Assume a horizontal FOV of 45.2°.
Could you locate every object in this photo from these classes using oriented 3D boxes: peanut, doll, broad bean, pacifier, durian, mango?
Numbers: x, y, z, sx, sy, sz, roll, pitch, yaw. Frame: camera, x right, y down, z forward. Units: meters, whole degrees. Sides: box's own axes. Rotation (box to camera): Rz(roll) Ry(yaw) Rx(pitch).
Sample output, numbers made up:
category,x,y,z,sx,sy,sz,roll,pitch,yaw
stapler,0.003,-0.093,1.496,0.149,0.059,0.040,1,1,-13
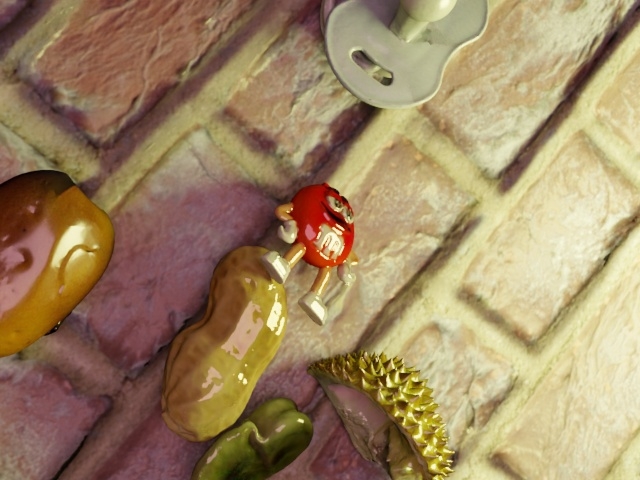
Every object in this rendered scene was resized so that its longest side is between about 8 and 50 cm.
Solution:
category,x,y,z,sx,sy,sz,roll,pitch,yaw
peanut,-0.140,0.152,1.155,0.147,0.147,0.306,32,81,-11
doll,0.000,0.000,1.192,0.183,0.085,0.217,48,47,-29
broad bean,-0.107,0.325,1.162,0.206,0.072,0.153,-34,135,-14
pacifier,0.135,-0.359,1.177,0.244,0.233,0.299,38,80,-7
durian,0.116,0.299,1.208,0.166,0.172,0.306,-31,105,12
mango,-0.425,0.037,1.083,0.201,0.152,0.287,31,80,0
